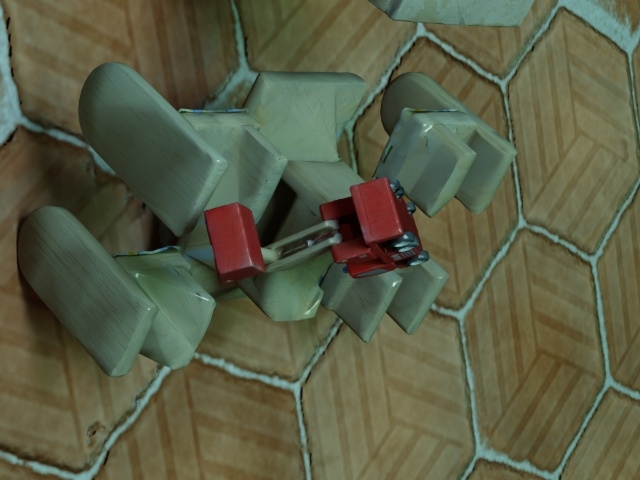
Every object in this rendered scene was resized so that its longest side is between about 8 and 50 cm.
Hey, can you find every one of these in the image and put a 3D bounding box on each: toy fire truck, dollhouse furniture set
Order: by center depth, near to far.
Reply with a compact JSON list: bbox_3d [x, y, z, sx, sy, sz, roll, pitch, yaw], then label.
[{"bbox_3d":[0.000,0.000,1.224,0.192,0.135,0.047,42,32,-76],"label":"toy fire truck"},{"bbox_3d":[-0.034,-0.130,1.352,0.362,0.256,0.394,-5,131,-48],"label":"dollhouse furniture set"}]
